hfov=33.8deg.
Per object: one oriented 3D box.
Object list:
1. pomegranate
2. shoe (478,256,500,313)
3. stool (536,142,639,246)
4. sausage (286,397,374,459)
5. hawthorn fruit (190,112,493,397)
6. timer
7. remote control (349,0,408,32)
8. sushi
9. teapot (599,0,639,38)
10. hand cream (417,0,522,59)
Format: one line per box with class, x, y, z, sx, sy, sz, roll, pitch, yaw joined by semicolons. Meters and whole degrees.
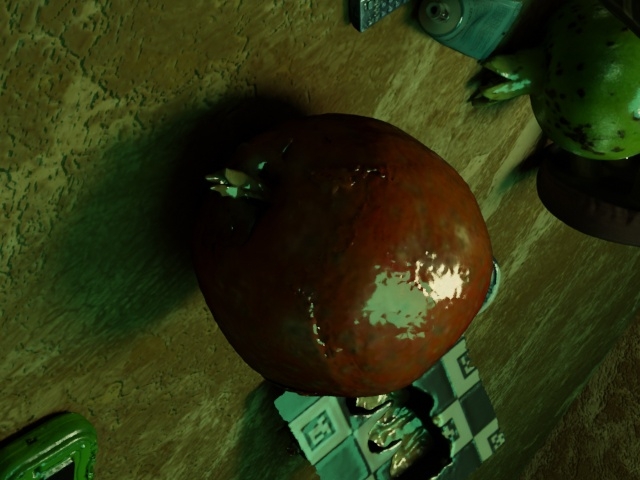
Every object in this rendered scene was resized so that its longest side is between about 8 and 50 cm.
pomegranate;0.316;-0.201;1.265;0.263;0.211;0.211;4;140;-4
shoe;0.182;0.095;1.561;0.207;0.091;0.106;-50;162;10
stool;0.461;-0.126;1.528;0.272;0.272;0.178;-27;133;-40
sausage;0.050;0.248;1.593;0.274;0.074;0.074;-32;151;-31
hawthorn fruit;0.000;0.000;0.939;0.276;0.276;0.307;-48;142;-1
timer;-0.280;0.239;1.048;0.128;0.047;0.140;-29;149;-38
remote control;0.088;-0.248;0.979;0.152;0.027;0.043;-38;160;-19
sushi;0.089;0.242;1.528;0.296;0.100;0.373;-39;125;-18
teapot;0.356;-0.315;0.934;0.306;0.362;0.376;-30;139;-28
hand cream;0.159;-0.233;1.112;0.083;0.048;0.224;-57;161;19
